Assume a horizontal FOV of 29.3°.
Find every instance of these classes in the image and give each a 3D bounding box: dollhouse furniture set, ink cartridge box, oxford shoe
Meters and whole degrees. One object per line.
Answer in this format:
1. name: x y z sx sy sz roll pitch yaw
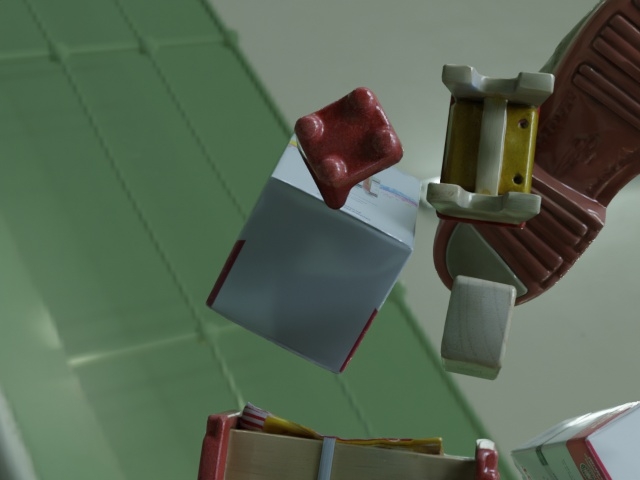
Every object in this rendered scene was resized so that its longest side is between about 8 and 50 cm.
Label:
1. dollhouse furniture set: 0.041 0.066 0.882 0.152 0.201 0.374 54 44 -79
2. ink cartridge box: 0.338 0.290 1.423 0.172 0.100 0.237 60 -17 6
3. oxford shoe: 0.228 -0.125 0.959 0.397 0.140 0.146 -44 -164 21
4. ink cartridge box: 0.000 0.000 1.030 0.128 0.127 0.176 -62 -178 20
